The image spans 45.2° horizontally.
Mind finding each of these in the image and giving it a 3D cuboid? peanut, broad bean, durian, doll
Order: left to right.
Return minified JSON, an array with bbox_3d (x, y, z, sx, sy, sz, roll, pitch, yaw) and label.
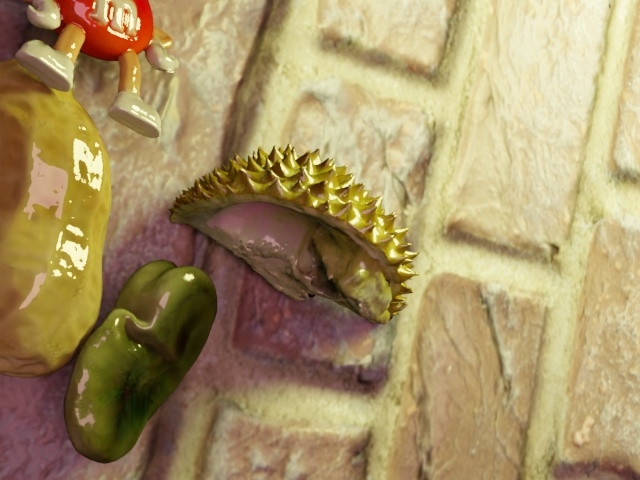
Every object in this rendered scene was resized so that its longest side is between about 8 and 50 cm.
[{"bbox_3d":[-0.276,-0.024,0.733,0.147,0.147,0.306,7,81,-23],"label":"peanut"},{"bbox_3d":[-0.220,-0.222,0.777,0.183,0.085,0.217,26,43,-40],"label":"doll"},{"bbox_3d":[-0.179,0.118,0.767,0.207,0.072,0.153,-62,147,-18],"label":"broad bean"},{"bbox_3d":[0.000,0.000,0.848,0.306,0.172,0.166,34,97,-26],"label":"durian"}]
